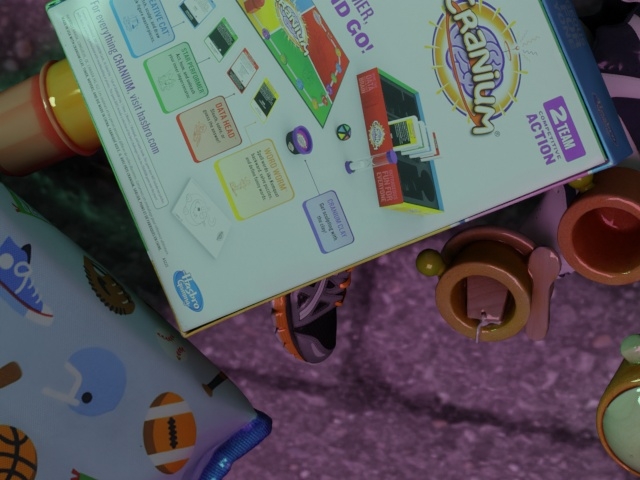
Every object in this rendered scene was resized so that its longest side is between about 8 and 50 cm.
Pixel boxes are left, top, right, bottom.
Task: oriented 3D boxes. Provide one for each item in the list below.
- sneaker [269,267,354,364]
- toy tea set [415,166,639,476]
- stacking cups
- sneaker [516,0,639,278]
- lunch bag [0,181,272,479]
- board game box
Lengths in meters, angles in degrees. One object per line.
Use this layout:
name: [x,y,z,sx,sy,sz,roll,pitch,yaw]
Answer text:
sneaker: [0.000,0.000,1.479,0.083,0.084,0.215,-4,122,1]
toy tea set: [0.174,0.041,1.356,0.336,0.124,0.200,25,128,2]
stacking cups: [-0.100,-0.135,1.399,0.316,0.096,0.096,-19,120,20]
sneaker: [0.180,-0.088,1.404,0.153,0.094,0.235,38,126,-11]
lunch bag: [-0.264,0.079,1.422,0.328,0.385,0.239,44,74,-21]
board game box: [0.008,-0.104,1.283,0.316,0.064,0.242,-21,91,22]
